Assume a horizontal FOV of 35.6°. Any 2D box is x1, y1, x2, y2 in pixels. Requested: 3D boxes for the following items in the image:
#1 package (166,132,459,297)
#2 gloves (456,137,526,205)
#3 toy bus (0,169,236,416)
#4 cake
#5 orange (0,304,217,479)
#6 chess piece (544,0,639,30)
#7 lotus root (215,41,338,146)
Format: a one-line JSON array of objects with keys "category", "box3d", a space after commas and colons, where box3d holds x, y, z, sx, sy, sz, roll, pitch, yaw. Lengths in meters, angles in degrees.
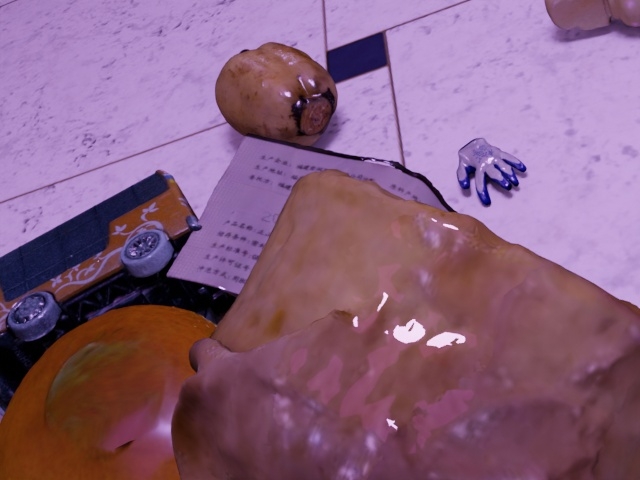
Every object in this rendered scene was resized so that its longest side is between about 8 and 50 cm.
[{"category": "package", "box3d": [0.006, -0.004, 0.964, 0.251, 0.062, 0.204, 21, 52, 6]}, {"category": "gloves", "box3d": [0.173, -0.072, 1.040, 0.064, 0.026, 0.086, -37, 45, -7]}, {"category": "toy bus", "box3d": [-0.240, 0.058, 1.058, 0.275, 0.138, 0.167, -30, 38, -3]}, {"category": "cake", "box3d": [0.053, 0.157, 0.664, 0.332, 0.332, 0.321, 21, 80, 43]}, {"category": "orange", "box3d": [-0.152, 0.190, 0.849, 0.262, 0.196, 0.334, -46, 54, -1]}, {"category": "chess piece", "box3d": [0.439, -0.306, 1.069, 0.397, 0.117, 0.117, -10, 43, 24]}, {"category": "lotus root", "box3d": [-0.061, -0.183, 1.226, 0.125, 0.118, 0.221, -10, 27, -30]}]
